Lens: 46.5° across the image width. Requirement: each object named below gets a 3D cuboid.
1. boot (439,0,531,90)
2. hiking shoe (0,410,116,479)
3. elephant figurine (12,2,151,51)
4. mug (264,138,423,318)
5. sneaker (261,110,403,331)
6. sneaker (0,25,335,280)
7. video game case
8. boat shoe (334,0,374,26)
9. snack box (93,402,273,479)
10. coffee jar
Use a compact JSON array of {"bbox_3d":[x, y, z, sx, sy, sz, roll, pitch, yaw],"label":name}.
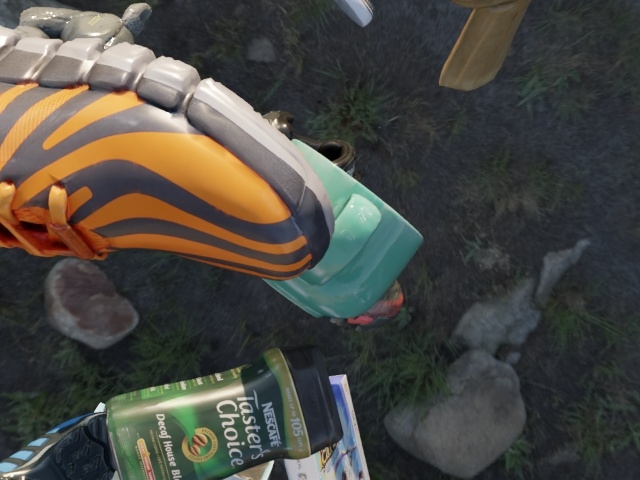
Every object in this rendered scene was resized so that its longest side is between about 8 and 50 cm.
[{"bbox_3d":[0.240,-0.323,1.134,0.236,0.269,0.089,-25,70,-25],"label":"boot"},{"bbox_3d":[-0.387,0.330,1.008,0.304,0.132,0.113,-25,92,-10],"label":"hiking shoe"},{"bbox_3d":[-0.326,-0.178,0.985,0.186,0.169,0.239,5,142,-7],"label":"elephant figurine"},{"bbox_3d":[-0.005,-0.004,0.562,0.129,0.158,0.097,38,91,25],"label":"mug"},{"bbox_3d":[0.006,-0.018,0.724,0.135,0.097,0.276,-37,116,21],"label":"sneaker"},{"bbox_3d":[-0.164,-0.009,0.356,0.321,0.124,0.180,19,61,18],"label":"sneaker"},{"bbox_3d":[0.016,0.396,1.307,0.061,0.269,0.244,-12,97,16],"label":"video game case"},{"bbox_3d":[0.020,-0.427,1.108,0.076,0.080,0.228,-37,85,3],"label":"boat shoe"},{"bbox_3d":[-0.255,0.413,1.325,0.322,0.060,0.187,17,129,4],"label":"snack box"},{"bbox_3d":[-0.077,0.151,0.618,0.184,0.079,0.096,-16,88,-14],"label":"coffee jar"}]
